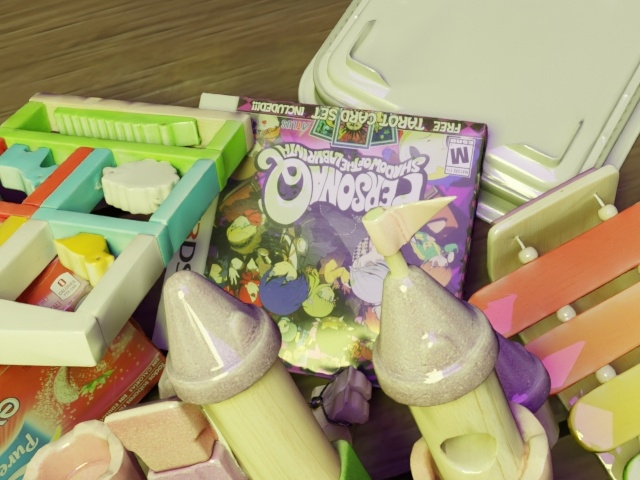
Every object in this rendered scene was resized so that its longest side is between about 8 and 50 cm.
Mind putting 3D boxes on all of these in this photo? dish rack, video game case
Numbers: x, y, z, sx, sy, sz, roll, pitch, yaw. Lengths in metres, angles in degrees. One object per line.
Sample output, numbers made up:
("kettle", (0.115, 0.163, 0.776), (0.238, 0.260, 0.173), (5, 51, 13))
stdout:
("dish rack", (0.166, -0.191, 0.755), (0.285, 0.072, 0.333), (29, 74, 12))
("video game case", (0.000, 0.000, 0.673), (0.232, 0.042, 0.210), (9, 81, 12))

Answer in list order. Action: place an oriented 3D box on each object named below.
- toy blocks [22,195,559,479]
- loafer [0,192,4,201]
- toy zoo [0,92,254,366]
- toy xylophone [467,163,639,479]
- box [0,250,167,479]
("toy blocks", (-0.026, 0.106, 0.445), (0.288, 0.260, 0.309), (-16, 33, 20))
("loafer", (-0.369, 0.058, 0.686), (0.302, 0.095, 0.109), (-44, 103, -9))
("toy zoo", (-0.186, -0.011, 0.582), (0.192, 0.030, 0.293), (8, 39, 18))
("toy xylophone", (0.266, 0.086, 0.635), (0.236, 0.081, 0.323), (-35, 72, -11))
("box", (-0.251, 0.123, 0.606), (0.128, 0.123, 0.257), (31, 72, 37))
